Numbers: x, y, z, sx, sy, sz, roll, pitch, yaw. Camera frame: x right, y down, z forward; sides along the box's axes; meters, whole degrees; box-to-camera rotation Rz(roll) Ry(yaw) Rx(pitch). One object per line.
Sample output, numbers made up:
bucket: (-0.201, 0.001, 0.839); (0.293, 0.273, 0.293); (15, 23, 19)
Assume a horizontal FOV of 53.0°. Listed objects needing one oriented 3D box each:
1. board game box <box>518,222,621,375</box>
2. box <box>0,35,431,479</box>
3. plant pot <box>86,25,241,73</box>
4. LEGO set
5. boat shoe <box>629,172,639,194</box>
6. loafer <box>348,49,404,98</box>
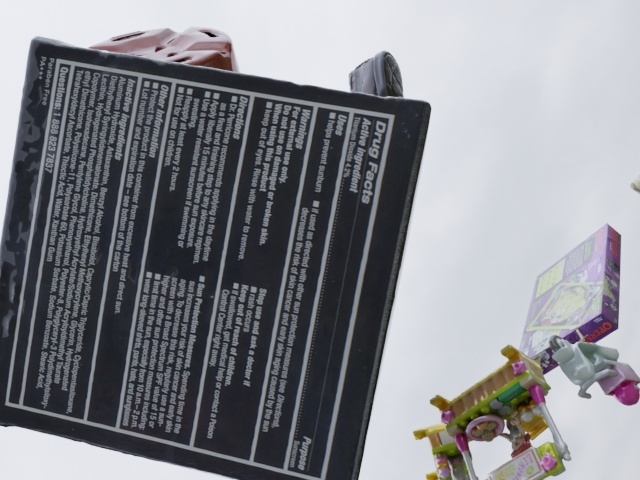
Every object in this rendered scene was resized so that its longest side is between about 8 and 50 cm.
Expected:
board game box: (0.494, 0.115, 1.268); (0.208, 0.056, 0.347); (-53, -2, 38)
box: (-0.081, 0.018, 0.537); (0.183, 0.294, 0.296); (-18, -60, -81)
plant pot: (-0.195, -0.124, 0.850); (0.272, 0.272, 0.265); (-33, -49, -34)
LEGO set: (0.158, 0.207, 0.572); (0.132, 0.107, 0.287); (12, -55, -19)
boat shoe: (0.589, -0.073, 1.072); (0.045, 0.135, 0.050); (-59, -9, 12)
loafer: (0.096, -0.201, 1.162); (0.109, 0.095, 0.302); (34, -128, -49)
